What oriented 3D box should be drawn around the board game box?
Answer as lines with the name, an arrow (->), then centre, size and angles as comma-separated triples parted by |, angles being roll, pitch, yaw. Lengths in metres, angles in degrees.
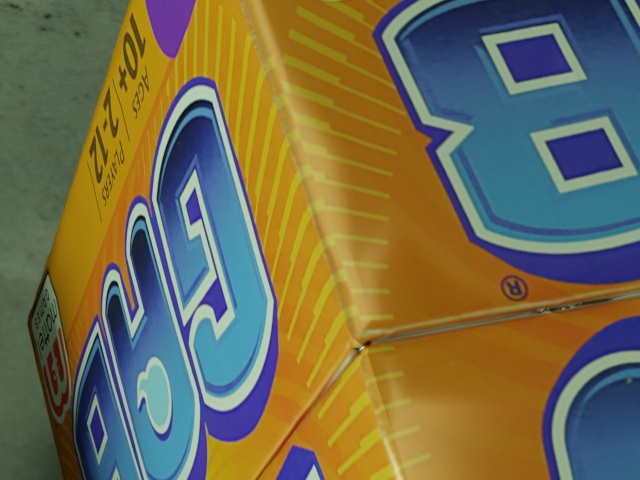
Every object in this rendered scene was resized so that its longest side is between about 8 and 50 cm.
board game box -> 0.118, 0.086, 0.608 | 0.356, 0.356, 0.356 | -8, 65, -23
